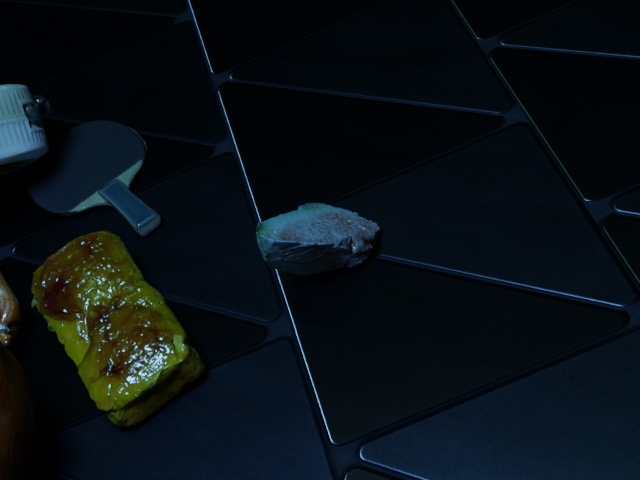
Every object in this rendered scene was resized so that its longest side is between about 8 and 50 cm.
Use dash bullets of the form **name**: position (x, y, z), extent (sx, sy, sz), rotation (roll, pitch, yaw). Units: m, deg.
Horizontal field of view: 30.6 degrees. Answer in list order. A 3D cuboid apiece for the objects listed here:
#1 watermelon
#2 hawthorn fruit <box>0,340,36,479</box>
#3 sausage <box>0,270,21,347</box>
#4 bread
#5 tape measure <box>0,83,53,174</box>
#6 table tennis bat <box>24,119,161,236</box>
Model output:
- **watermelon**: position (-0.009, 0.001, 1.332), extent (0.180, 0.081, 0.094), rotation (-13, 7, -41)
- **hawthorn fruit**: position (-0.444, 0.191, 1.194), extent (0.295, 0.311, 0.295), rotation (-15, 54, 22)
- **sausage**: position (-0.456, 0.048, 1.489), extent (0.093, 0.093, 0.312), rotation (-35, 43, -11)
- **bread**: position (-0.246, 0.096, 1.358), extent (0.139, 0.077, 0.271), rotation (-35, 46, -6)
- **tape measure**: position (-0.502, -0.141, 1.617), extent (0.231, 0.133, 0.271), rotation (-20, 1, -34)
- **table tennis bat**: position (-0.300, -0.085, 1.598), extent (0.173, 0.022, 0.301), rotation (-38, 43, -15)
